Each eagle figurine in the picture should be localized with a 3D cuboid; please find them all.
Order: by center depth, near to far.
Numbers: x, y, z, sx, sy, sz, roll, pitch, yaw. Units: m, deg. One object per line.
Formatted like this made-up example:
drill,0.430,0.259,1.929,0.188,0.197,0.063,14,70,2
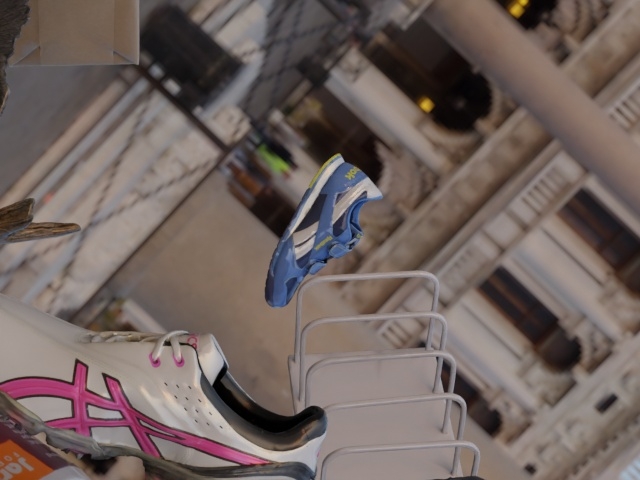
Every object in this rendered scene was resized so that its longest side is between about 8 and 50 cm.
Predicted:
eagle figurine,-0.398,-0.127,1.377,0.225,0.298,0.226,-18,173,30

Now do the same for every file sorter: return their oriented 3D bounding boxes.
file sorter,0.071,0.194,1.643,0.173,0.193,0.277,94,-9,-45

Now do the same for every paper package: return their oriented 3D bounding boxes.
paper package,-0.316,-0.424,1.719,0.309,0.168,0.325,99,-13,-51

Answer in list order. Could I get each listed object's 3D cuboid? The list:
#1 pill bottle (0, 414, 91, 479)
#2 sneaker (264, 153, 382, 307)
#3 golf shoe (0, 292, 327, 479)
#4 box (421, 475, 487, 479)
pill bottle,-0.337,0.250,1.210,0.224,0.392,0.224,-51,162,-23
sneaker,0.000,0.000,1.173,0.144,0.059,0.053,-61,175,11
golf shoe,-0.085,0.068,0.650,0.086,0.186,0.067,-58,-175,13
box,-0.102,0.416,0.834,0.297,0.480,0.472,-17,167,42
